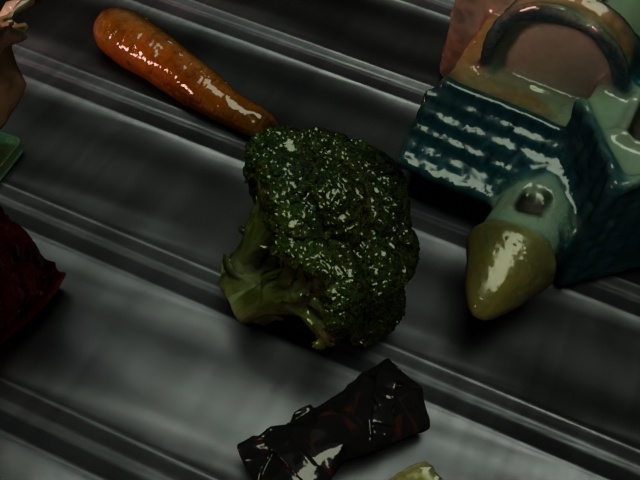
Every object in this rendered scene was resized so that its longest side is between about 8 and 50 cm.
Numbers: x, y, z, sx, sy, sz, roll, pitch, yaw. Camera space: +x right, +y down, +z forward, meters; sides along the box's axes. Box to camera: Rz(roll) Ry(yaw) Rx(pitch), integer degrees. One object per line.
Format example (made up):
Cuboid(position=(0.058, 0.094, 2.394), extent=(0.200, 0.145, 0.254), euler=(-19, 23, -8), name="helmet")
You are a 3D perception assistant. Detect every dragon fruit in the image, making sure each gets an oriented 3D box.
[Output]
Cuboid(position=(-0.270, 0.011, 0.476), extent=(0.192, 0.122, 0.092), euler=(20, 65, 5), name="dragon fruit")

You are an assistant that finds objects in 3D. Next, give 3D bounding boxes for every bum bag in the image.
Cuboid(position=(0.013, 0.115, 0.479), extent=(0.125, 0.034, 0.058), euler=(-25, 51, -24), name="bum bag")

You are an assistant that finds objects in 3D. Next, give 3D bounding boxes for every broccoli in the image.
Cuboid(position=(0.000, 0.000, 0.508), extent=(0.138, 0.146, 0.162), euler=(-40, 44, 12), name="broccoli")

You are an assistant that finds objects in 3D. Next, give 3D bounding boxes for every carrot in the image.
Cuboid(position=(-0.110, -0.136, 0.650), extent=(0.191, 0.047, 0.047), euler=(34, 56, 17), name="carrot")

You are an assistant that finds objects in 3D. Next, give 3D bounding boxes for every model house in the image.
Cuboid(position=(0.185, -0.084, 0.562), extent=(0.267, 0.194, 0.325), euler=(27, 58, 13), name="model house")

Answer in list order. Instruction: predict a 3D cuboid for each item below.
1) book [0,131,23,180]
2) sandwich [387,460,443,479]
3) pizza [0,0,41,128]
Cuboid(position=(-0.304, -0.062, 0.585), extent=(0.135, 0.017, 0.103), euler=(19, 54, 7), name="book")
Cuboid(position=(0.038, 0.230, 0.384), extent=(0.163, 0.058, 0.193), euler=(-25, 61, -21), name="sandwich")
Cuboid(position=(-0.364, 0.034, 0.355), extent=(0.392, 0.080, 0.435), euler=(3, 38, 40), name="pizza")
